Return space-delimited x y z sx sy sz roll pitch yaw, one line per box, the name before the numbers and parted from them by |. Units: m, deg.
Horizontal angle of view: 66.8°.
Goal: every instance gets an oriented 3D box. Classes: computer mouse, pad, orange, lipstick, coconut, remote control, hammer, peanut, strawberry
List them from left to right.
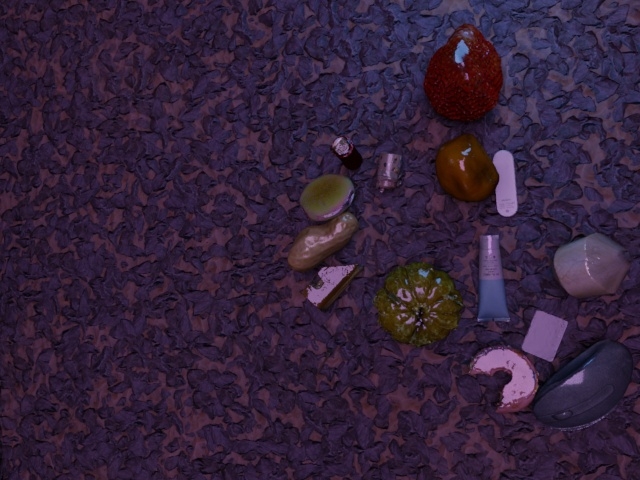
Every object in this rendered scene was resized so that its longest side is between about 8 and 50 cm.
peanut | 0.000 0.000 1.845 0.319 0.147 0.147 -36 79 12
hammer | 0.013 0.472 1.869 0.019 0.035 0.110 30 103 15
lipstick | 0.101 -0.318 1.786 0.080 0.241 0.080 -1 87 14
orange | 0.344 0.229 1.703 0.300 0.223 0.301 30 100 10
strawberry | 0.478 -0.573 1.653 0.268 0.351 0.311 -4 91 22
orange | 0.500 -0.243 1.695 0.183 0.249 0.248 -32 79 26
remote control | 0.664 -0.205 1.749 0.078 0.022 0.244 -5 86 16
pad | 0.781 0.332 1.693 0.112 0.003 0.157 21 92 14
computer mouse | 0.865 0.480 1.575 0.203 0.114 0.374 42 96 -16
coconut | 0.881 0.082 1.567 0.222 0.202 0.202 -35 74 55

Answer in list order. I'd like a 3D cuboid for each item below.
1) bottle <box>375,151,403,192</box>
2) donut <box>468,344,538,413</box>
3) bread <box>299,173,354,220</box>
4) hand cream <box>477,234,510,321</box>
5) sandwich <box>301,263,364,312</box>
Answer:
bottle | 0.257 -0.250 1.823 0.099 0.099 0.152 9 95 15
donut | 0.639 0.466 1.678 0.199 0.085 0.232 -34 79 11
bread | 0.020 -0.170 1.852 0.229 0.033 0.228 -11 54 16
hand cream | 0.611 0.135 1.729 0.112 0.070 0.311 -2 94 13
sandwich | 0.043 0.153 1.836 0.128 0.122 0.235 42 95 9
